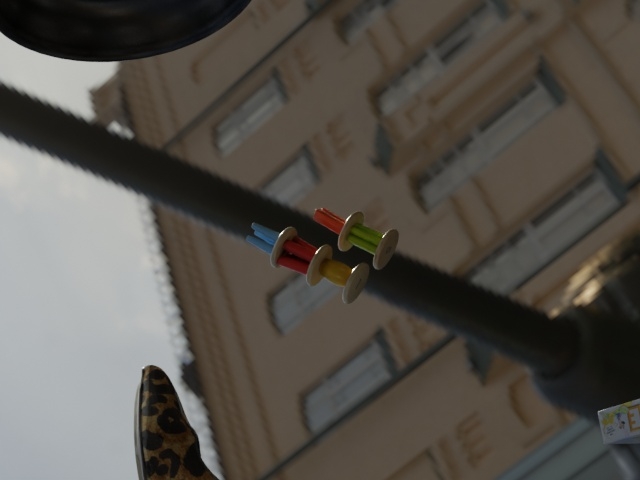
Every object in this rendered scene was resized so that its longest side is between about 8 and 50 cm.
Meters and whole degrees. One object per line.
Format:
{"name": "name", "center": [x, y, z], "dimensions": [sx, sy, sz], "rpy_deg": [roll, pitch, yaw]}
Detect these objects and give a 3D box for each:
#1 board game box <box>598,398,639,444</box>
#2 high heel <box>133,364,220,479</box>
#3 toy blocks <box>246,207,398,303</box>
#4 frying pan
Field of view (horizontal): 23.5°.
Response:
{"name": "board game box", "center": [0.300, 0.130, 1.159], "dimensions": [0.154, 0.103, 0.026], "rpy_deg": [5, -111, -38]}
{"name": "high heel", "center": [-0.041, 0.198, 1.199], "dimensions": [0.093, 0.186, 0.261], "rpy_deg": [79, 174, -65]}
{"name": "toy blocks", "center": [0.000, 0.000, 1.814], "dimensions": [0.148, 0.054, 0.123], "rpy_deg": [27, -132, 19]}
{"name": "frying pan", "center": [-0.086, -0.212, 1.047], "dimensions": [0.197, 0.326, 0.053], "rpy_deg": [25, -133, -53]}
